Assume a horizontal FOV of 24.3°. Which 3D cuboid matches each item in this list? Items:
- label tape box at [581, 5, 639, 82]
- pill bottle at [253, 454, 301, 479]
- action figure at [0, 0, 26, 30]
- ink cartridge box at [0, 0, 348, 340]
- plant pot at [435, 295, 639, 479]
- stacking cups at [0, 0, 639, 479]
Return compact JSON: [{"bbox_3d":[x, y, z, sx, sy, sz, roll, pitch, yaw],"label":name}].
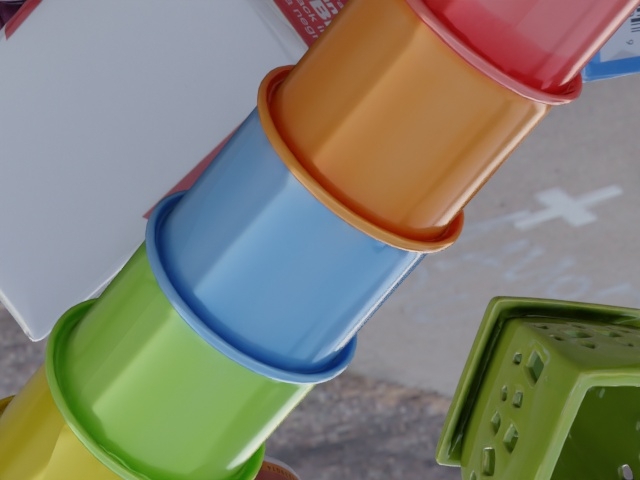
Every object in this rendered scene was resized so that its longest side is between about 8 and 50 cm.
[{"bbox_3d":[0.144,-0.262,1.048,0.115,0.249,0.347,-11,-163,-13],"label":"label tape box"},{"bbox_3d":[-0.054,0.277,1.151,0.121,0.216,0.121,-5,125,-8],"label":"pill bottle"},{"bbox_3d":[-0.145,-0.158,1.093,0.370,0.276,0.248,6,132,11],"label":"action figure"},{"bbox_3d":[-0.040,-0.082,0.729,0.197,0.114,0.273,-41,176,28],"label":"ink cartridge box"},{"bbox_3d":[0.254,0.178,1.461,0.228,0.207,0.227,6,112,-27],"label":"plant pot"},{"bbox_3d":[0.000,0.000,0.484,0.096,0.096,0.316,8,135,-47],"label":"stacking cups"}]
